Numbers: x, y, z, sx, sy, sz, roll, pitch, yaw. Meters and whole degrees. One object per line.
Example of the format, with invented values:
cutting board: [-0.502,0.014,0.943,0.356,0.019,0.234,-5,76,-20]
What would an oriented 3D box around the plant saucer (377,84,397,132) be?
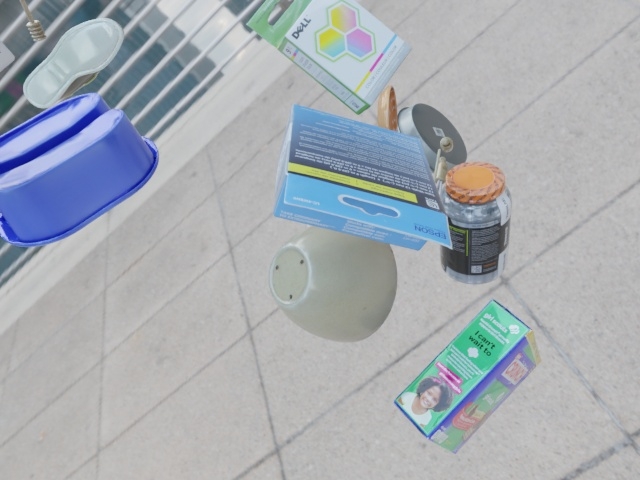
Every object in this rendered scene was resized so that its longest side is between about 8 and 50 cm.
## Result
plant saucer: [0.198,-0.354,1.699,0.037,0.200,0.200,0,55,14]

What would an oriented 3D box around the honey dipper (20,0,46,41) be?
honey dipper: [-0.637,-0.511,1.239,0.031,0.160,0.030,-7,38,5]

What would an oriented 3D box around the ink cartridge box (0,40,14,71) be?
ink cartridge box: [-0.632,-0.250,0.826,0.197,0.198,0.270,-24,34,18]

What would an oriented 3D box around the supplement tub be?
supplement tub: [0.425,-0.047,1.597,0.194,0.316,0.193,-7,42,6]

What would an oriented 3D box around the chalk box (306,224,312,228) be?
chalk box: [0.032,-0.047,1.898,0.132,0.132,0.213,164,129,-79]

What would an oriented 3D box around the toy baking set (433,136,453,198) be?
toy baking set: [0.288,-0.149,1.372,0.030,0.256,0.196,8,91,13]

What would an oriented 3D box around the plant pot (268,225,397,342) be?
plant pot: [-0.002,0.084,1.270,0.284,0.191,0.284,-8,79,45]

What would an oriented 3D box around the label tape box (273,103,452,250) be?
label tape box: [0.055,-0.082,0.939,0.347,0.249,0.115,-90,16,-54]

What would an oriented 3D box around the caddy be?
caddy: [-0.486,-0.130,1.128,0.341,0.179,0.241,-38,47,-20]

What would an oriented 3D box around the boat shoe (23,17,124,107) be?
boat shoe: [-0.591,-0.438,1.406,0.305,0.109,0.091,-32,20,17]

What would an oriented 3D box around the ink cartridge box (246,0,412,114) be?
ink cartridge box: [0.013,-0.290,0.825,0.109,0.209,0.062,-55,10,-11]

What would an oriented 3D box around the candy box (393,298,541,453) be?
candy box: [0.346,0.317,1.313,0.317,0.268,0.122,-47,55,-2]

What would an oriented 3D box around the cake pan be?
cake pan: [0.376,-0.338,1.909,0.054,0.293,0.293,-41,35,40]
